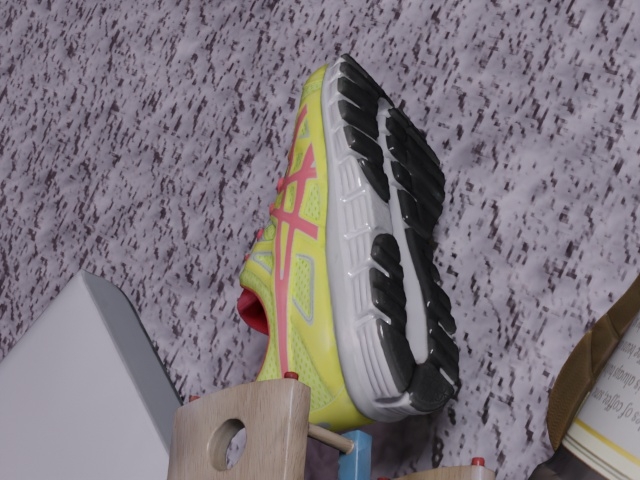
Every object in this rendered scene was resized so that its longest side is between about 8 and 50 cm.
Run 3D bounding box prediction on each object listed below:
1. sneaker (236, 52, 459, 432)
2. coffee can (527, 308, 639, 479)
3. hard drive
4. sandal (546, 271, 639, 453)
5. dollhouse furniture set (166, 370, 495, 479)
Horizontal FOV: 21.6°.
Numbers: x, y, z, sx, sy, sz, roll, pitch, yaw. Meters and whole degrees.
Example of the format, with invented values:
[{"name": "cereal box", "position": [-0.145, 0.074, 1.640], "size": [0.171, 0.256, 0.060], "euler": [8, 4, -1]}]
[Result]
[{"name": "sneaker", "position": [0.000, 0.000, 0.747], "size": [0.094, 0.081, 0.208], "euler": [-29, 38, 27]}, {"name": "coffee can", "position": [0.210, 0.009, 0.467], "size": [0.201, 0.201, 0.275], "euler": [31, 91, 48]}, {"name": "hard drive", "position": [-0.178, 0.189, 0.865], "size": [0.307, 0.040, 0.203], "euler": [-48, 43, 13]}, {"name": "sandal", "position": [0.156, 0.022, 0.630], "size": [0.180, 0.049, 0.072], "euler": [-54, 33, 18]}, {"name": "dollhouse furniture set", "position": [0.049, 0.119, 0.617], "size": [0.184, 0.129, 0.129], "euler": [-19, 56, 38]}]
